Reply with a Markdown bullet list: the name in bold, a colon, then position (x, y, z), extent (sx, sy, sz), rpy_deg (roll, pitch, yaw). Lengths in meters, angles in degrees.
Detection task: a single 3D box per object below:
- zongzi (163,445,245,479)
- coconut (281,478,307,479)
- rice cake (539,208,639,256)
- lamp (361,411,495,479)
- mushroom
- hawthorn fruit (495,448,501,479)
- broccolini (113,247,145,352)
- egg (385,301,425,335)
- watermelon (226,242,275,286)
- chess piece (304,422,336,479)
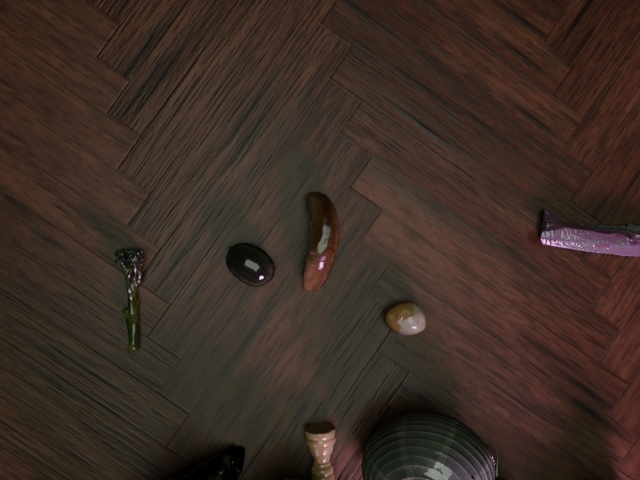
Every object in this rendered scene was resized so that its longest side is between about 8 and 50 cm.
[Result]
- **zongzi**: position (-0.301, 0.570, 1.301), extent (0.319, 0.362, 0.383), rpy_deg (35, 90, 15)
- **coconut**: position (-0.053, 0.636, 1.342), extent (0.281, 0.328, 0.328), rpy_deg (12, 89, -14)
- **rice cake**: position (0.608, -0.011, 1.509), extent (0.290, 0.051, 0.081), rpy_deg (7, 90, -4)
- **lamp**: position (0.218, 0.451, 1.398), extent (0.265, 0.233, 0.233), rpy_deg (-13, 91, 21)
- **mushroom**: position (0.002, 0.001, 1.450), extent (0.072, 0.094, 0.209), rpy_deg (3, 86, -1)
- **hawthorn fruit**: position (0.362, 0.558, 1.465), extent (0.149, 0.149, 0.189), rpy_deg (29, 48, -4)
- **broccolini**: position (-0.382, 0.123, 1.437), extent (0.058, 0.067, 0.216), rpy_deg (-3, 90, 35)
- **egg**: position (0.177, 0.164, 1.470), extent (0.083, 0.071, 0.071), rpy_deg (-4, 90, -1)
- **watermelon**: position (-0.145, 0.048, 1.445), extent (0.111, 0.078, 0.078), rpy_deg (32, 88, -3)
- **chess piece**: position (0.004, 0.449, 1.464), extent (0.066, 0.066, 0.122), rpy_deg (-6, 95, -4)
